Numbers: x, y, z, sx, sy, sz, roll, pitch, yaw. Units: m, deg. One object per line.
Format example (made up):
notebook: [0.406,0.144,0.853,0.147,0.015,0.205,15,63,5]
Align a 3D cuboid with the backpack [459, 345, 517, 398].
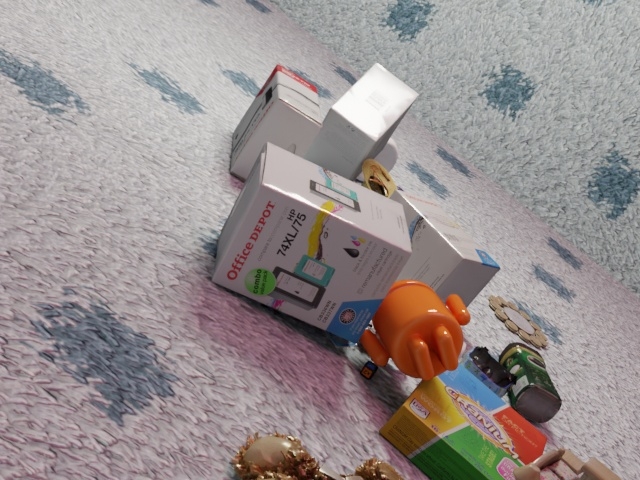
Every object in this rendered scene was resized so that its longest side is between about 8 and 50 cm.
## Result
backpack: [0.299,0.260,1.801,0.105,0.084,0.114,44,16,15]

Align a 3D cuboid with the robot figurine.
robot figurine: [0.157,0.146,1.612,0.128,0.158,0.219,29,13,-23]

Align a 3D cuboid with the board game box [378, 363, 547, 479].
board game box: [0.246,0.323,1.592,0.242,0.064,0.316,40,19,9]

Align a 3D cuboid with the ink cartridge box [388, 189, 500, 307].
ink cartridge box: [0.224,0.034,2.065,0.171,0.168,0.233,13,31,-52]

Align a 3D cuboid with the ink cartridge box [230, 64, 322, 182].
ink cartridge box: [-0.098,-0.243,2.095,0.114,0.197,0.273,30,20,-17]

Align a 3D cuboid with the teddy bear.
teddy bear: [0.038,0.346,1.146,0.338,0.113,0.245,20,17,-22]

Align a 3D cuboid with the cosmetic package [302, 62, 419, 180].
cosmetic package: [0.090,-0.267,2.325,0.138,0.225,0.224,38,50,5]

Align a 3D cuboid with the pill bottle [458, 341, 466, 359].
pill bottle: [0.213,0.189,1.842,0.120,0.067,0.067,37,19,-1]

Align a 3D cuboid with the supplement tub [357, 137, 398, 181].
supplement tub: [0.106,-0.265,2.590,0.144,0.144,0.200,21,24,-40]

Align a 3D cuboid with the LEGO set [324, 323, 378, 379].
LEGO set: [0.056,0.159,1.704,0.182,0.060,0.244,2,36,-40]

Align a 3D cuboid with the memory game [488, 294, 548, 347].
memory game: [0.491,0.202,2.390,0.186,0.012,0.186,33,19,-13]

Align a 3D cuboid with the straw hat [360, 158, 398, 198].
straw hat: [0.122,-0.114,2.237,0.144,0.061,0.144,37,34,-31]

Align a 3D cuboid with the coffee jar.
coffee jar: [0.424,0.286,1.971,0.096,0.079,0.184,30,21,-13]

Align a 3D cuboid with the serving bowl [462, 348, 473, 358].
serving bowl: [0.331,0.251,1.969,0.083,0.027,0.083,33,20,-14]

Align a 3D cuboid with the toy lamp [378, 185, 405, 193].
toy lamp: [0.167,-0.081,2.379,0.080,0.080,0.275,37,22,-1]

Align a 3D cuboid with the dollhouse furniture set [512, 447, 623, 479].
dollhouse furniture set: [0.438,0.390,1.361,0.303,0.174,0.355,41,22,25]

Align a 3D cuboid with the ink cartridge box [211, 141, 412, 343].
ink cartridge box: [-0.018,0.001,1.617,0.270,0.198,0.197,24,23,-12]

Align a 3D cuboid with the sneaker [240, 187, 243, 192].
sneaker: [-0.095,-0.082,1.930,0.170,0.063,0.075,5,43,-50]
